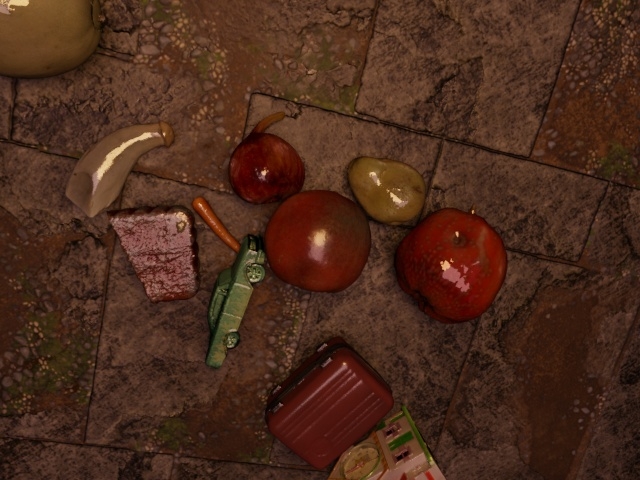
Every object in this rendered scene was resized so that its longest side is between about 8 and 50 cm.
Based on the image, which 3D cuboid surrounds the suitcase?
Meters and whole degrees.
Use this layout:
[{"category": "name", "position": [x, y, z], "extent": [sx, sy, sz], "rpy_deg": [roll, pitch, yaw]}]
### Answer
[{"category": "suitcase", "position": [0.022, 0.426, 1.212], "extent": [0.297, 0.161, 0.236], "rpy_deg": [-43, 105, 3]}]

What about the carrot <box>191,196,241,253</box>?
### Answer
[{"category": "carrot", "position": [-0.248, -0.029, 1.133], "extent": [0.037, 0.037, 0.190], "rpy_deg": [-36, 109, 1]}]

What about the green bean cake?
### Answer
[{"category": "green bean cake", "position": [-0.388, 0.031, 1.092], "extent": [0.199, 0.097, 0.232], "rpy_deg": [-8, 104, -8]}]

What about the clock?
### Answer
[{"category": "clock", "position": [0.157, 0.629, 1.242], "extent": [0.309, 0.235, 0.166], "rpy_deg": [-32, 104, 1]}]

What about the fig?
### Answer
[{"category": "fig", "position": [-0.134, -0.188, 1.054], "extent": [0.175, 0.175, 0.207], "rpy_deg": [-15, 90, -4]}]

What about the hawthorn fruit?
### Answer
[{"category": "hawthorn fruit", "position": [0.321, 0.049, 1.120], "extent": [0.275, 0.275, 0.299], "rpy_deg": [25, 88, -13]}]

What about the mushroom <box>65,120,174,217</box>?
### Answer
[{"category": "mushroom", "position": [-0.454, -0.183, 1.032], "extent": [0.118, 0.103, 0.270], "rpy_deg": [44, 89, -15]}]

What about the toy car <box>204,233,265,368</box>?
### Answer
[{"category": "toy car", "position": [-0.215, 0.142, 1.109], "extent": [0.097, 0.141, 0.320], "rpy_deg": [18, 105, -15]}]

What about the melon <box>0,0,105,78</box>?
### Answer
[{"category": "melon", "position": [-0.583, -0.446, 0.864], "extent": [0.330, 0.268, 0.268], "rpy_deg": [7, 102, -17]}]

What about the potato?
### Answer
[{"category": "potato", "position": [0.151, -0.128, 1.106], "extent": [0.194, 0.157, 0.157], "rpy_deg": [32, 97, -12]}]

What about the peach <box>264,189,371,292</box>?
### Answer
[{"category": "peach", "position": [0.000, 0.000, 1.062], "extent": [0.252, 0.252, 0.252], "rpy_deg": [-2, 104, -8]}]
